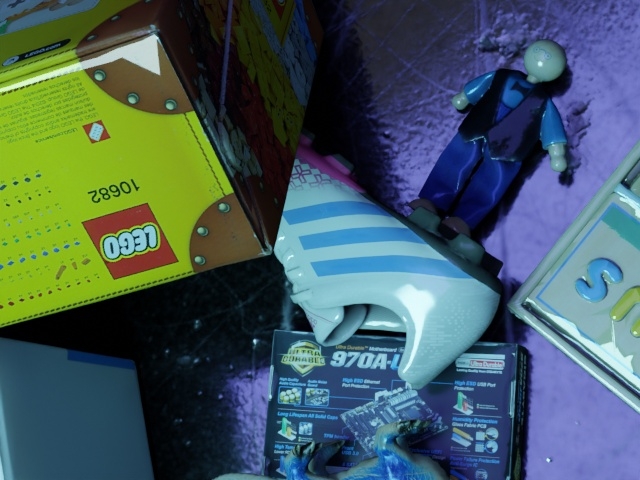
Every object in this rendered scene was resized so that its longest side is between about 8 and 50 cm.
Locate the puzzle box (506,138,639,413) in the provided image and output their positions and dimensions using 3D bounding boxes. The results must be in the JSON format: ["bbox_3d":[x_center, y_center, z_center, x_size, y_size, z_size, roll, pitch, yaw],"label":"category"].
[{"bbox_3d":[0.389,0.076,1.097,0.409,0.052,0.272,39,93,18],"label":"puzzle box"}]

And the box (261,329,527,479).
[{"bbox_3d":[0.061,0.170,1.173,0.220,0.051,0.175,1,81,16],"label":"box"}]

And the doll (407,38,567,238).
[{"bbox_3d":[0.159,-0.090,1.192,0.129,0.046,0.189,31,90,31],"label":"doll"}]

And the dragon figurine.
[{"bbox_3d":[0.034,0.228,1.099,0.289,0.085,0.144,-14,78,12],"label":"dragon figurine"}]

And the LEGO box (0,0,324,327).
[{"bbox_3d":[-0.277,-0.100,1.126,0.500,0.372,0.193,-15,120,17],"label":"LEGO box"}]

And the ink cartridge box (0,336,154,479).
[{"bbox_3d":[-0.378,0.212,1.168,0.395,0.285,0.166,-14,78,14],"label":"ink cartridge box"}]

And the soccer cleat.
[{"bbox_3d":[0.000,0.000,1.163,0.331,0.116,0.143,35,90,32],"label":"soccer cleat"}]
